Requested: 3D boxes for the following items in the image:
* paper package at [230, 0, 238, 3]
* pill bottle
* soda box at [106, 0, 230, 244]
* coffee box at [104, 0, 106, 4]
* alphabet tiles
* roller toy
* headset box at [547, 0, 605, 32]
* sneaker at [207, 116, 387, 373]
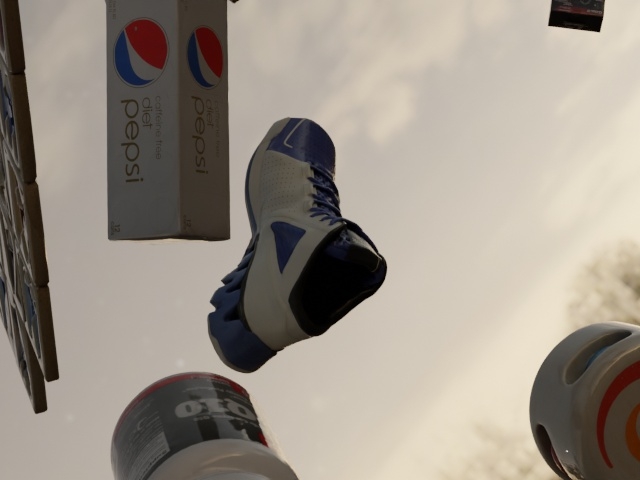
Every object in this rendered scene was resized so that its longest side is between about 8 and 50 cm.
[{"bbox_3d":[-0.071,-0.403,1.588,0.325,0.168,0.309,-46,-38,-44],"label":"paper package"},{"bbox_3d":[-0.099,0.236,1.731,0.161,0.161,0.283,-52,19,4],"label":"pill bottle"},{"bbox_3d":[-0.118,-0.106,1.476,0.069,0.074,0.216,5,-97,-57],"label":"soda box"},{"bbox_3d":[-0.198,-0.301,2.217,0.098,0.246,0.141,-12,-41,-13],"label":"coffee box"},{"bbox_3d":[-0.182,-0.093,1.010,0.011,0.285,0.343,-10,-59,-15],"label":"alphabet tiles"},{"bbox_3d":[0.335,0.191,2.051,0.146,0.191,0.209,-166,84,-70],"label":"roller toy"},{"bbox_3d":[0.295,-0.276,2.180,0.032,0.062,0.083,90,-172,-59],"label":"headset box"},{"bbox_3d":[0.000,0.001,2.159,0.182,0.127,0.316,-15,47,37],"label":"sneaker"}]
